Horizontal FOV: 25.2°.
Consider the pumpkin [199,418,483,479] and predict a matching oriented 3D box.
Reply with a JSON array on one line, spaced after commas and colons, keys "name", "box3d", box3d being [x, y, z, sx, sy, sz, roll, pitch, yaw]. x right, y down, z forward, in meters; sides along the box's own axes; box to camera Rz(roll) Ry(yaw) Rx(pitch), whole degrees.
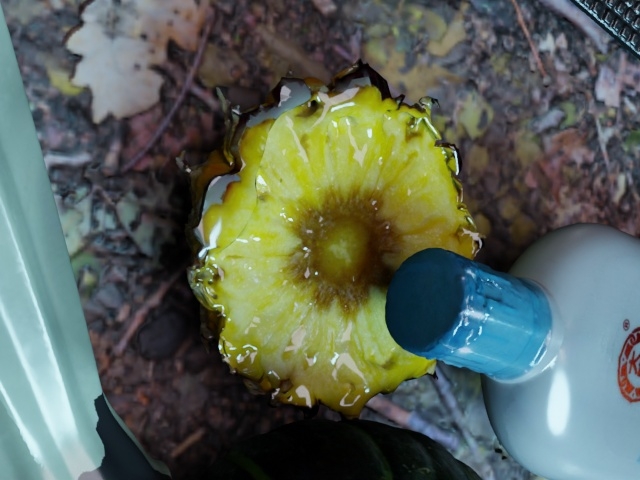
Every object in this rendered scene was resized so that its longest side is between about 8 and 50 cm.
[{"name": "pumpkin", "box3d": [0.013, 0.221, 0.774, 0.250, 0.216, 0.250, 0, 91, -23]}]

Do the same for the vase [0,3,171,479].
[{"name": "vase", "box3d": [-0.192, -0.012, 0.697, 0.165, 0.165, 0.360, -29, 108, -26]}]

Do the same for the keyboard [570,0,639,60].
[{"name": "keyboard", "box3d": [0.192, -0.183, 0.981, 0.204, 0.013, 0.061, 34, 74, -25]}]

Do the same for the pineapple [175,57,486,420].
[{"name": "pineapple", "box3d": [0.000, 0.000, 0.838, 0.225, 0.076, 0.225, -5, 98, -36]}]

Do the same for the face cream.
[{"name": "face cream", "box3d": [0.172, 0.072, 0.895, 0.337, 0.080, 0.163, 20, 81, -42]}]
